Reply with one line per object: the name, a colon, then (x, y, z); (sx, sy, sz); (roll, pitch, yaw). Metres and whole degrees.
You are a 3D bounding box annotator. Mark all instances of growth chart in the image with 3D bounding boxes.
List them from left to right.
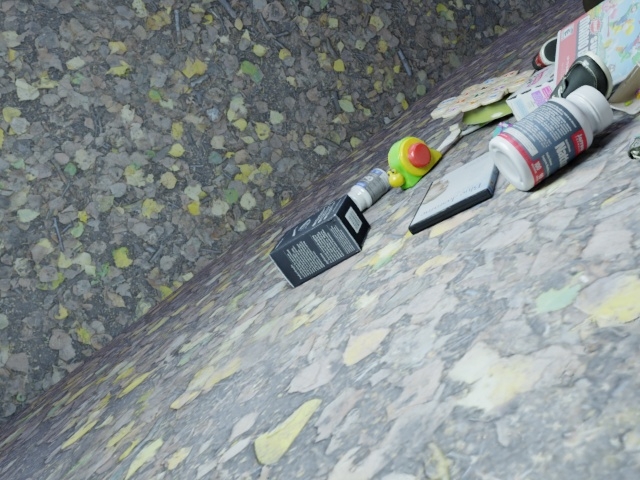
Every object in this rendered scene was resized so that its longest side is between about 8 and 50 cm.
growth chart: (0.499, -0.377, 1.635); (0.172, 0.021, 0.237); (-26, 14, 44)

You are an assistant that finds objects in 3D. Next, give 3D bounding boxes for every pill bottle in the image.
pill bottle: (0.137, -0.144, 1.584); (0.137, 0.078, 0.078); (-41, 13, -26)
pill bottle: (0.389, -0.176, 0.915); (0.180, 0.108, 0.108); (-35, 11, 3)

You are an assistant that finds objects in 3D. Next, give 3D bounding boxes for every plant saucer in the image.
plant saucer: (0.510, -0.398, 1.530); (0.241, 0.037, 0.241); (-24, 18, 8)

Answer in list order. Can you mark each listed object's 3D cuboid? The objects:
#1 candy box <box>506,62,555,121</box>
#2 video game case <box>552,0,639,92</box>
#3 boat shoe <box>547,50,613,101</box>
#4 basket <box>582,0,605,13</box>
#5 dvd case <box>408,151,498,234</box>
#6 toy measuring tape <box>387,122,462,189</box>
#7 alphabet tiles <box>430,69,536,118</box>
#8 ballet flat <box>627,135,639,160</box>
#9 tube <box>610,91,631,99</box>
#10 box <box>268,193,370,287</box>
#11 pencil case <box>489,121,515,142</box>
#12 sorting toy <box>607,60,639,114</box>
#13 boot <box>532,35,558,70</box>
candy box: (0.570, -0.375, 1.288); (0.165, 0.070, 0.196); (-43, 14, -29)
video game case: (0.564, -0.382, 1.053); (0.285, 0.025, 0.204); (158, 123, -70)
boat shoe: (0.468, -0.264, 1.000); (0.079, 0.084, 0.233); (-37, -14, 2)
basket: (0.954, -0.794, 1.693); (0.227, 0.154, 0.204); (-39, 10, 2)
dvd case: (0.290, -0.110, 1.149); (0.180, 0.022, 0.253); (-28, 14, 33)
toy measuring tape: (0.283, -0.267, 1.524); (0.330, 0.121, 0.121); (-47, 15, -27)
alphabet tiles: (0.462, -0.416, 1.549); (0.284, 0.021, 0.278); (-13, 23, 36)
ballet flat: (0.451, -0.120, 0.713); (0.041, 0.041, 0.114); (-37, 11, -7)
tube: (0.635, -0.328, 0.989); (0.207, 0.052, 0.080); (-39, 5, 18)
box: (0.000, 0.000, 1.325); (0.207, 0.108, 0.153); (-31, 13, 25)
pencil case: (0.412, -0.215, 1.105); (0.064, 0.070, 0.152); (-37, 12, -7)
sorting toy: (0.546, -0.252, 0.936); (0.075, 0.045, 0.083); (-76, 9, -51)
boot: (0.687, -0.510, 1.418); (0.244, 0.088, 0.176); (-14, 4, 14)
